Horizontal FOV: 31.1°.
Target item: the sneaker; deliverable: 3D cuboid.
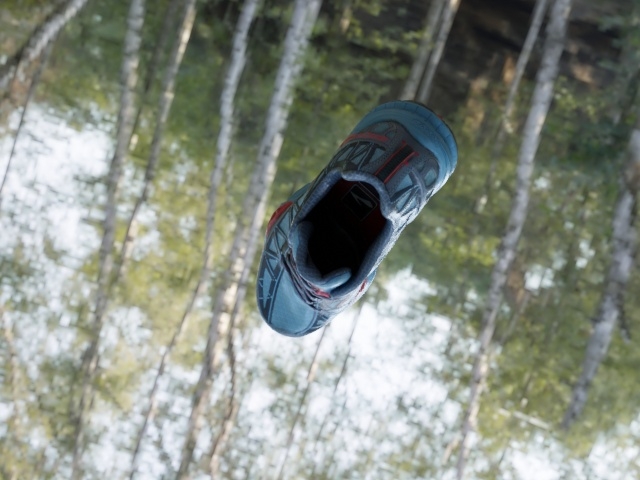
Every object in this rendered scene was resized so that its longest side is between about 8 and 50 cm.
[{"bbox_3d":[0.000,0.000,0.918,0.104,0.262,0.125,37,-138,4],"label":"sneaker"}]
